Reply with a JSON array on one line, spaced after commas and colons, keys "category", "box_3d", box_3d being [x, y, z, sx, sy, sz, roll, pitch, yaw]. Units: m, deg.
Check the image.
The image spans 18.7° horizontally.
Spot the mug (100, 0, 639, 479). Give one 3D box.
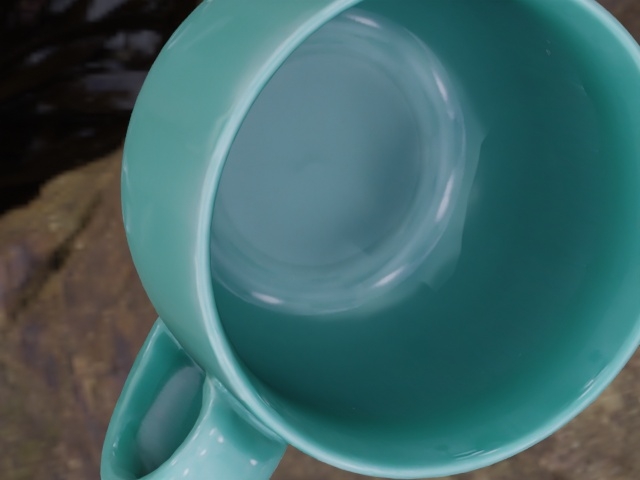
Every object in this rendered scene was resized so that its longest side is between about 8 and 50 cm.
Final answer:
[{"category": "mug", "box_3d": [0.002, -0.009, 0.503, 0.097, 0.158, 0.129, -148, 42, -64]}]
